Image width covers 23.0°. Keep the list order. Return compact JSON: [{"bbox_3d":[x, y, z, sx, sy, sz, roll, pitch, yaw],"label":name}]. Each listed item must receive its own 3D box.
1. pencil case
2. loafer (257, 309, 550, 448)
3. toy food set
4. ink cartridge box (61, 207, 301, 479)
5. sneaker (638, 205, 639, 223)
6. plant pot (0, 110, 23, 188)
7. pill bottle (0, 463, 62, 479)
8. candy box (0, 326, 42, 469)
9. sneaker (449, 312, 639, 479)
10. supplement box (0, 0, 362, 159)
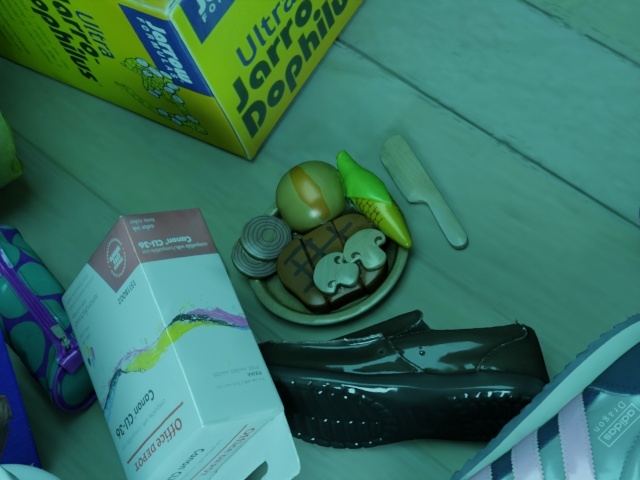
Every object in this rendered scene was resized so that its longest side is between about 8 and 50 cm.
[{"bbox_3d":[-0.209,0.054,1.155,0.064,0.070,0.152,-34,58,-19],"label":"pencil case"},{"bbox_3d":[0.051,0.090,1.060,0.220,0.080,0.078,2,50,15],"label":"loafer"},{"bbox_3d":[0.000,0.000,1.142,0.192,0.038,0.132,-31,57,-2],"label":"toy food set"},{"bbox_3d":[-0.096,0.092,1.050,0.067,0.115,0.198,-7,62,-37],"label":"ink cartridge box"},{"bbox_3d":[0.335,-0.007,1.014,0.252,0.103,0.111,13,61,17],"label":"sneaker"},{"bbox_3d":[-0.376,-0.081,1.198,0.254,0.276,0.276,-24,56,-12],"label":"plant pot"},{"bbox_3d":[-0.180,0.211,0.966,0.124,0.221,0.124,-8,58,13],"label":"pill bottle"},{"bbox_3d":[-0.334,0.101,0.986,0.268,0.317,0.122,-32,55,-23],"label":"candy box"},{"bbox_3d":[0.150,0.178,0.932,0.319,0.112,0.131,-47,38,-11],"label":"sneaker"},{"bbox_3d":[-0.169,-0.243,1.245,0.356,0.195,0.194,24,71,28],"label":"supplement box"}]
